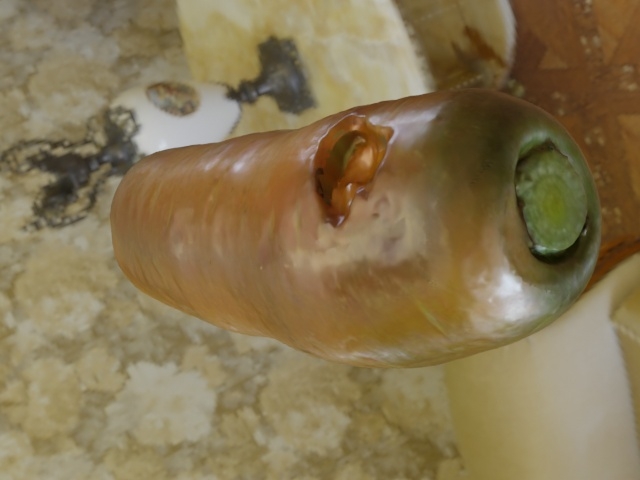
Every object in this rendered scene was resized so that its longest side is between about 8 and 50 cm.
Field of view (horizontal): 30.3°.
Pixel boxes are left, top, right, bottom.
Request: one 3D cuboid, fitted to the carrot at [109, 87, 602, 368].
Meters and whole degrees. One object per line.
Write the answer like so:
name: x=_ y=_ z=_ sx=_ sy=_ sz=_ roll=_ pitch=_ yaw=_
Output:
carrot: x=0.000 y=0.000 z=0.392 sx=0.193 sy=0.087 sz=0.087 roll=-7 pitch=108 yaw=49
